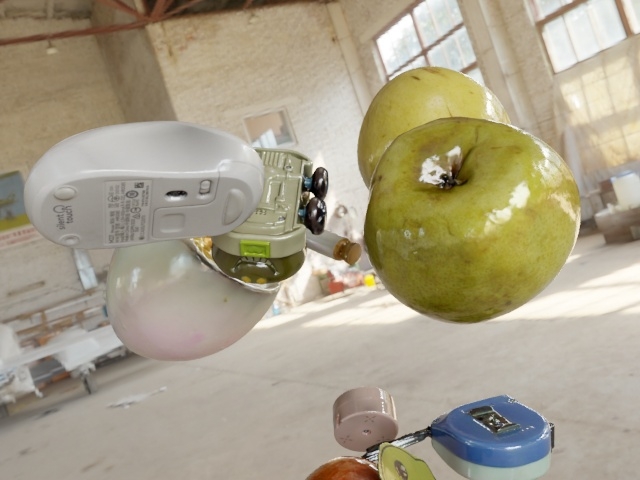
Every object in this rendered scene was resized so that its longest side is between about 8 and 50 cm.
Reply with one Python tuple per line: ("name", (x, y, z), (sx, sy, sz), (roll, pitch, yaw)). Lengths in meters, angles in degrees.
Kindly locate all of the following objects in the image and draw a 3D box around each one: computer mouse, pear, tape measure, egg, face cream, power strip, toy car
("computer mouse", (-0.221, -0.082, 0.825), (0.297, 0.121, 0.184), (-6, -30, -17))
("pear", (0.245, -0.198, 1.374), (0.348, 0.348, 0.348), (-19, 0, 0))
("tape measure", (0.271, 0.389, 1.208), (0.351, 0.097, 0.215), (-10, 12, -22))
("egg", (-0.315, 0.119, 1.418), (0.340, 0.354, 0.354), (-50, -8, 13))
("pear", (0.209, -0.017, 0.921), (0.304, 0.303, 0.304), (-19, 0, 0))
("face cream", (0.000, 0.000, 1.299), (0.182, 0.051, 0.072), (22, 12, 34))
("power strip", (0.105, 0.412, 1.466), (0.154, 0.154, 0.078), (-19, 35, 9))
("toy car", (-0.092, -0.021, 1.077), (0.204, 0.198, 0.247), (4, 42, 0))

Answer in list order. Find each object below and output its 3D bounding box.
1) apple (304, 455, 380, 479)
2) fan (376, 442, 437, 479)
("apple", (0.049, 0.474, 1.043), (0.173, 0.210, 0.235), (2, 16, -37))
("fan", (0.161, 0.424, 0.944), (0.011, 0.229, 0.335), (-43, 7, 16))
